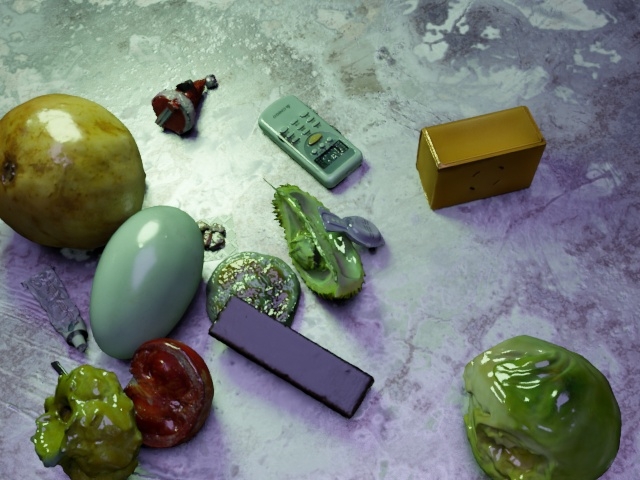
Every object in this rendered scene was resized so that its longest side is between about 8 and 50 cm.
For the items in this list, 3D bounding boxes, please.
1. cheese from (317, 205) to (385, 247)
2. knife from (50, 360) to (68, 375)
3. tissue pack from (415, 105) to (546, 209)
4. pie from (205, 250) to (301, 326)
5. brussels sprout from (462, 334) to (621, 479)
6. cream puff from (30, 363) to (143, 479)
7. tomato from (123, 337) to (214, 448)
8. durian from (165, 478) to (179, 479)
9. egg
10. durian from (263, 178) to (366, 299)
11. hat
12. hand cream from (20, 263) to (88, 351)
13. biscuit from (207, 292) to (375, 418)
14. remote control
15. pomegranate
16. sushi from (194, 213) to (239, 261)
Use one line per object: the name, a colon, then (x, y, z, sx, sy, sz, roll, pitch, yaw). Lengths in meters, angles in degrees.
cheese: (0.079, -0.030, 1.838, 0.190, 0.042, 0.105, 20, 32, -28)
knife: (-0.559, 0.332, 1.729, 0.170, 0.010, 0.023, 40, 76, 17)
tissue pack: (0.392, -0.208, 1.888, 0.274, 0.194, 0.145, -12, 59, -6)
pie: (-0.160, 0.132, 1.800, 0.240, 0.054, 0.241, -1, 65, 1)
brussels sprout: (0.447, 0.353, 1.552, 0.343, 0.268, 0.344, -4, 61, 8)
cream puff: (-0.494, 0.392, 1.555, 0.185, 0.282, 0.282, -19, 61, -34)
tomato: (-0.319, 0.328, 1.655, 0.200, 0.139, 0.233, 29, 103, 19)
durian: (-0.305, 0.596, 1.524, 0.183, 0.138, 0.250, -24, 59, -2)
egg: (-0.399, 0.092, 1.726, 0.229, 0.230, 0.371, 19, 72, 11)
durian: (-0.001, 0.001, 1.798, 0.157, 0.169, 0.356, -28, 63, -10)
hat: (-0.356, -0.394, 2.043, 0.128, 0.140, 0.227, 34, 55, 6)
hand cream: (-0.618, 0.166, 1.795, 0.084, 0.050, 0.257, -35, 61, -17)
biscuit: (-0.070, 0.257, 1.690, 0.388, 0.073, 0.107, 30, 76, 8)
remote control: (-0.030, -0.271, 2.003, 0.140, 0.056, 0.296, -40, 69, -19)
pomegranate: (-0.583, -0.161, 1.809, 0.409, 0.410, 0.410, 0, 63, 1)
sushi: (-0.271, -0.010, 1.889, 0.120, 0.026, 0.126, -10, 63, -5)
